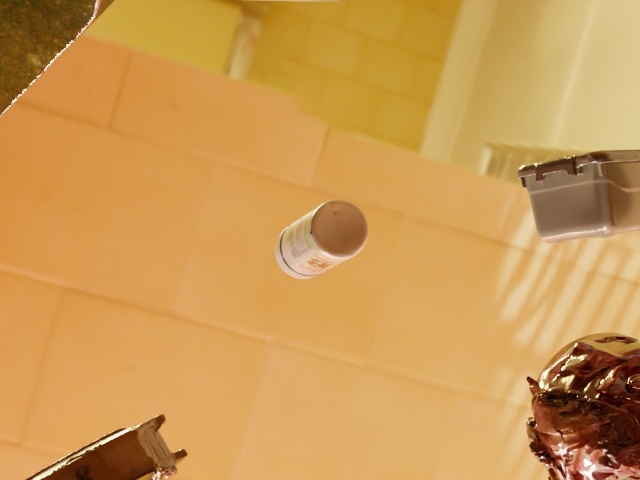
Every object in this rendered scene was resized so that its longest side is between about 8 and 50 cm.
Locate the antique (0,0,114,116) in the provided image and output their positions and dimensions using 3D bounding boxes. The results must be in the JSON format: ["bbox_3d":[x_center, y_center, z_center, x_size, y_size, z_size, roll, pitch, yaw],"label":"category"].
[{"bbox_3d":[-0.209,-0.188,1.038,0.221,0.080,0.081,-33,-157,37],"label":"antique"}]

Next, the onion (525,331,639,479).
[{"bbox_3d":[0.360,0.216,1.618,0.281,0.281,0.221,-102,-149,-61],"label":"onion"}]

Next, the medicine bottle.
[{"bbox_3d":[0.000,0.000,1.922,0.183,0.086,0.086,148,-44,-70],"label":"medicine bottle"}]

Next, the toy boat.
[{"bbox_3d":[-0.241,0.248,1.339,0.068,0.226,0.088,59,-19,10],"label":"toy boat"}]

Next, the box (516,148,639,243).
[{"bbox_3d":[0.314,-0.049,1.520,0.124,0.172,0.093,-10,-93,44],"label":"box"}]
